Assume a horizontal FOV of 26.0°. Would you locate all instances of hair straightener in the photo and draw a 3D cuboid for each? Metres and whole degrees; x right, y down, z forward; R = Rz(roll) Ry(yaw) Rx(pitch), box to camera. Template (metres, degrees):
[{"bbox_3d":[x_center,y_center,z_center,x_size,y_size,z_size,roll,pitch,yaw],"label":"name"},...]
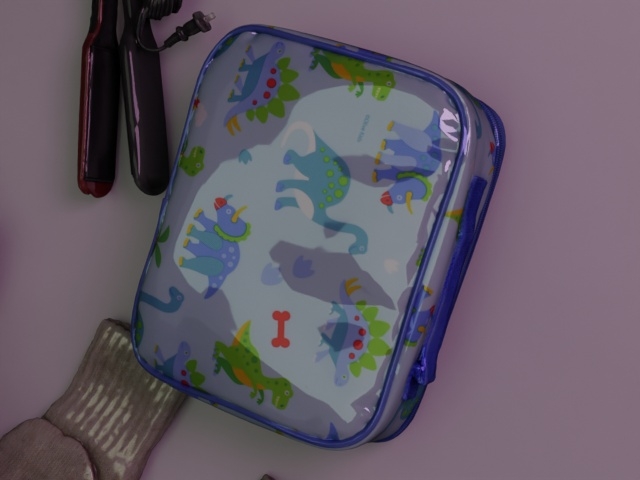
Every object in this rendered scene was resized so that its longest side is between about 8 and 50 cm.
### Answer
[{"bbox_3d":[-0.100,-0.141,0.856,0.089,0.047,0.231,2,85,21],"label":"hair straightener"}]

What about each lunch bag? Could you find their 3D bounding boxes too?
[{"bbox_3d":[0.000,0.000,0.782,0.176,0.090,0.219,18,95,22],"label":"lunch bag"}]

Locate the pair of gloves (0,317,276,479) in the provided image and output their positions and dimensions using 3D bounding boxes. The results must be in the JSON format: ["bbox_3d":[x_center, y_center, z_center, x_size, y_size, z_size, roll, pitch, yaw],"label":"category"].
[{"bbox_3d":[-0.111,0.192,0.847,0.240,0.042,0.204,43,104,18],"label":"pair of gloves"}]
